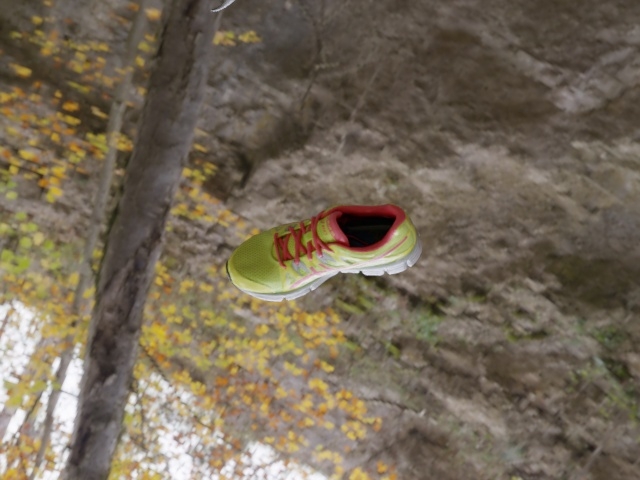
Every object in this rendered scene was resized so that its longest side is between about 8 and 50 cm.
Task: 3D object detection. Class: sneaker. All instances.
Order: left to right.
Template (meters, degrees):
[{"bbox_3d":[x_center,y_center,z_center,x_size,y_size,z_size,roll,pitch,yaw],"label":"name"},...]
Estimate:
[{"bbox_3d":[0.000,0.000,0.967,0.209,0.094,0.081,-14,-114,1],"label":"sneaker"}]

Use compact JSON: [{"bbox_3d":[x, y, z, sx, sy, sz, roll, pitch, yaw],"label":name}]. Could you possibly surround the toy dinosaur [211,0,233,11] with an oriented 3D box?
[{"bbox_3d":[-0.019,-0.406,1.112,0.121,0.313,0.160,35,-136,3],"label":"toy dinosaur"}]
